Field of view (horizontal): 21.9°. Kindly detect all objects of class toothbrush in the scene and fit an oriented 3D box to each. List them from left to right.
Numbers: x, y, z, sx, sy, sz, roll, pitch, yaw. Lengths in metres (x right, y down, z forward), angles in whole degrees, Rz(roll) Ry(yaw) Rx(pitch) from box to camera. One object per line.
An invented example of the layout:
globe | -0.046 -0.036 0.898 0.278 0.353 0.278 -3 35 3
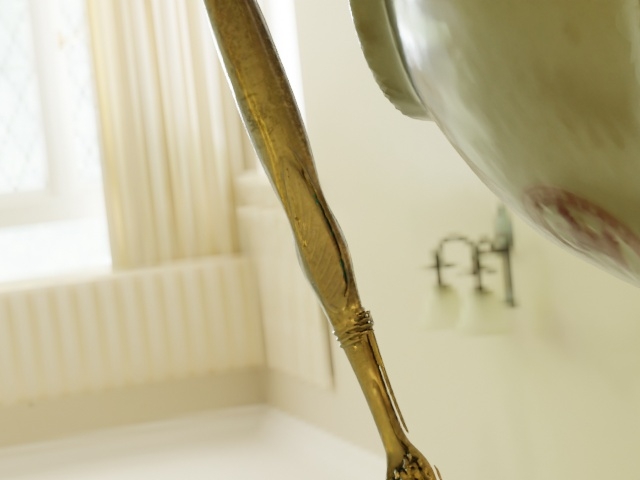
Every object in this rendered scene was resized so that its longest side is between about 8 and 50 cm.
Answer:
toothbrush | 0.000 0.000 0.983 0.035 0.414 0.042 -21 -178 -4

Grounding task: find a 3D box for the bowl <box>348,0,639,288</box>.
bowl | 0.108 -0.126 0.683 0.157 0.337 0.337 0 -172 27
